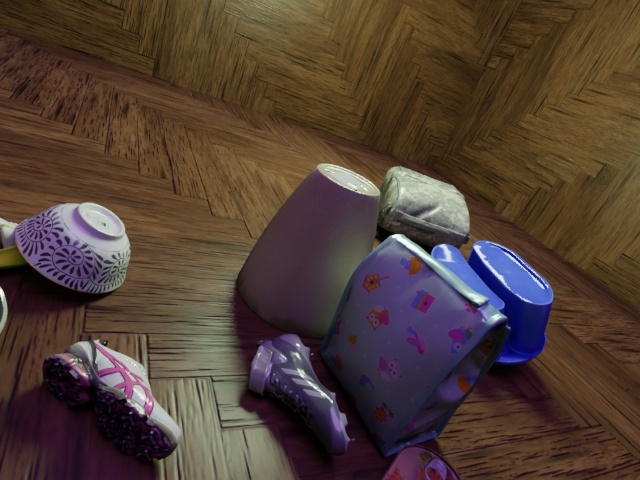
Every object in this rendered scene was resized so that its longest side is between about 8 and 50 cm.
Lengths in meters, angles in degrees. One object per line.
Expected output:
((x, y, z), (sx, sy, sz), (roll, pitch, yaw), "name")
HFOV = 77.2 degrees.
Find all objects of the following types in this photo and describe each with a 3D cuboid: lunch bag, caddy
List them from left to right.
((0.138, 0.148, 0.625), (0.160, 0.262, 0.223), (4, 30, -37), "lunch bag")
((0.341, -0.098, 1.375), (0.305, 0.213, 0.256), (19, 24, -10), "lunch bag")
((0.391, 0.146, 0.976), (0.241, 0.179, 0.341), (-4, 30, -7), "caddy")

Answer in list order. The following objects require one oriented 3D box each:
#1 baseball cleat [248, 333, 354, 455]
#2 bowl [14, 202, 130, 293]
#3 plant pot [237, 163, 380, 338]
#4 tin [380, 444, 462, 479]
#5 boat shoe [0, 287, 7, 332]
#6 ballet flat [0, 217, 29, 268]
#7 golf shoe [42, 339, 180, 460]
((-0.041, 0.220, 0.571), (0.109, 0.072, 0.206), (-5, 30, -25), "baseball cleat")
((-0.364, -0.006, 0.630), (0.170, 0.080, 0.170), (42, 11, -10), "bowl")
((0.000, 0.000, 0.786), (0.256, 0.274, 0.256), (20, 24, -9), "plant pot")
((0.117, 0.336, 0.499), (0.106, 0.040, 0.189), (40, 28, 22), "tin")
((-0.493, -0.015, 0.292), (0.500, 0.156, 0.187), (46, 33, -44), "boat shoe")
((-0.485, 0.006, 0.564), (0.077, 0.077, 0.231), (31, 25, 19), "ballet flat")
((-0.228, 0.174, 0.470), (0.186, 0.067, 0.086), (31, 23, 15), "golf shoe")
